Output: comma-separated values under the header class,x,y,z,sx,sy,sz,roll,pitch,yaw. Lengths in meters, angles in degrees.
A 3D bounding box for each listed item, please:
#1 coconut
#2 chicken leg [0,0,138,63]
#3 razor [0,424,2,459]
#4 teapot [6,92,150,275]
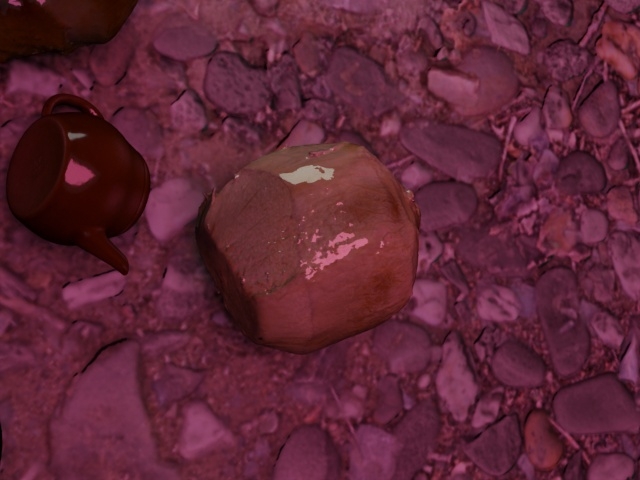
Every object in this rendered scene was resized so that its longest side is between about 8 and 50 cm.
class,x,y,z,sx,sy,sz,roll,pitch,yaw
coconut,0.002,0.003,0.793,0.194,0.194,0.194,2,84,-23
chicken leg,-0.284,-0.197,0.718,0.429,0.153,0.201,-41,89,-14
razor,-0.288,0.166,0.567,0.189,0.327,0.107,-44,96,-17
teapot,-0.191,-0.051,0.758,0.116,0.116,0.173,-2,59,-24
